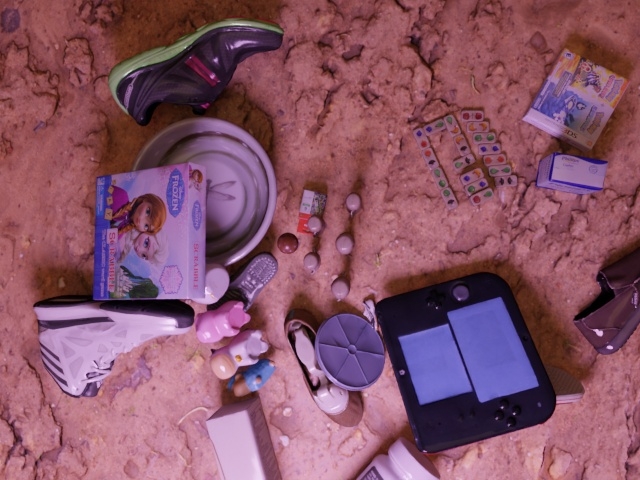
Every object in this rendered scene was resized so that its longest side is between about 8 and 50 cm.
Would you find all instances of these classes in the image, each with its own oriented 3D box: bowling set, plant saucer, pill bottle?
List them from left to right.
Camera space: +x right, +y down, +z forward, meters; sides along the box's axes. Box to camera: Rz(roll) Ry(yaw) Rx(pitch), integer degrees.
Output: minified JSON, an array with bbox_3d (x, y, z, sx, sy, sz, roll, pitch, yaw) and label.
[{"bbox_3d":[-0.305,-0.120,1.519,0.400,0.100,0.401,0,87,6],"label":"plant saucer"},{"bbox_3d":[0.000,0.000,1.458,0.199,0.154,0.287,11,88,6],"label":"bowling set"},{"bbox_3d":[0.154,0.639,1.412,0.161,0.161,0.283,42,92,6],"label":"pill bottle"}]

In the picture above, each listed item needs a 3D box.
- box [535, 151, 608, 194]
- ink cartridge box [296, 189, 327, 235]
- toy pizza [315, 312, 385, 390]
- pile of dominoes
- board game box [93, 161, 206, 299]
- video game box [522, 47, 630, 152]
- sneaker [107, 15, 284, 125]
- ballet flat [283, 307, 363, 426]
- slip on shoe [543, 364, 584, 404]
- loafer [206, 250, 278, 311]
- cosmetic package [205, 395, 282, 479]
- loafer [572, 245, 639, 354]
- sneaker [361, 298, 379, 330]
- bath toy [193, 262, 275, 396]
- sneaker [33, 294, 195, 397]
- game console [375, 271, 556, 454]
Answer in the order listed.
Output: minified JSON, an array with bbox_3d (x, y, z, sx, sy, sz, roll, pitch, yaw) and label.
[{"bbox_3d":[0.616,-0.163,1.415,0.126,0.137,0.072,11,89,6],"label":"box"},{"bbox_3d":[-0.024,-0.073,1.526,0.062,0.029,0.115,13,88,5],"label":"ink cartridge box"},{"bbox_3d":[0.074,0.282,1.457,0.201,0.032,0.201,13,59,-22],"label":"toy pizza"},{"bbox_3d":[0.380,-0.217,1.489,0.196,0.040,0.251,-25,86,4],"label":"pile of dominoes"},{"bbox_3d":[-0.421,-0.014,1.396,0.317,0.066,0.319,-5,83,29],"label":"board game box"},{"bbox_3d":[0.653,-0.359,1.467,0.187,0.048,0.205,29,91,3],"label":"video game box"},{"bbox_3d":[-0.312,-0.447,1.519,0.482,0.185,0.202,-21,104,7],"label":"sneaker"},{"bbox_3d":[-0.001,0.333,1.458,0.116,0.124,0.342,-26,86,8],"label":"ballet flat"},{"bbox_3d":[0.486,0.384,1.430,0.331,0.123,0.101,-6,121,-1],"label":"slip on shoe"},{"bbox_3d":[-0.200,0.121,1.513,0.251,0.087,0.094,-41,102,16],"label":"loafer"},{"bbox_3d":[-0.180,0.573,1.448,0.113,0.160,0.310,-17,85,5],"label":"cosmetic package"},{"bbox_3d":[0.751,0.101,1.393,0.130,0.134,0.366,34,91,6],"label":"loafer"},{"bbox_3d":[0.131,0.197,1.502,0.036,0.032,0.083,-15,78,13],"label":"sneaker"},{"bbox_3d":[-0.251,0.222,1.445,0.129,0.151,0.348,-7,112,44],"label":"bath toy"},{"bbox_3d":[-0.536,0.281,1.513,0.447,0.169,0.258,0,96,13],"label":"sneaker"},{"bbox_3d":[0.344,0.281,1.380,0.341,0.060,0.387,-13,63,-5],"label":"game console"}]
